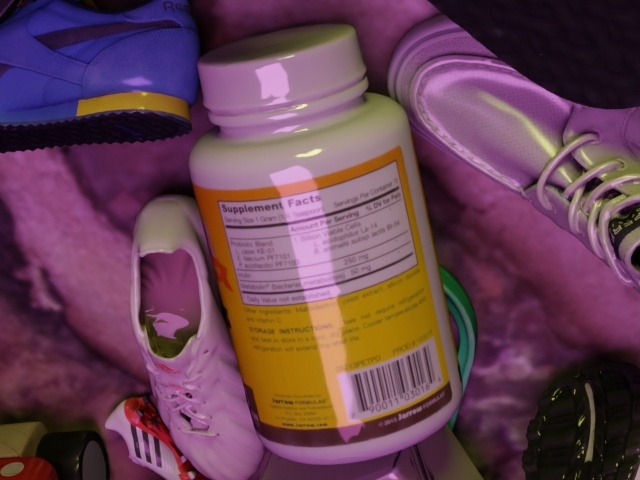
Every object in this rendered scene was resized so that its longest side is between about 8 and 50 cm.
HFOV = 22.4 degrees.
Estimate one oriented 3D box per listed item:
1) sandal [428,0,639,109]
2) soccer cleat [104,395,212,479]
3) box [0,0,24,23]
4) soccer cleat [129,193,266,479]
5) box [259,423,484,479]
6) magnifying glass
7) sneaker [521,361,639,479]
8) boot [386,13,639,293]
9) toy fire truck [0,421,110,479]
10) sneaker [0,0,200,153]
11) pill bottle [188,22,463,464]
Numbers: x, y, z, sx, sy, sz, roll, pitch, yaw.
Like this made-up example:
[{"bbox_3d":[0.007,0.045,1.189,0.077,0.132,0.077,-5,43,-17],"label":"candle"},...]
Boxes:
[{"bbox_3d":[0.019,-0.238,0.739,0.446,0.107,0.167,42,143,-17],"label":"sandal"},{"bbox_3d":[-0.099,0.132,0.998,0.036,0.029,0.083,-33,105,32],"label":"soccer cleat"},{"bbox_3d":[-0.222,-0.298,0.680,0.395,0.097,0.318,42,146,-11],"label":"box"},{"bbox_3d":[-0.076,0.068,0.932,0.068,0.076,0.196,-5,117,11],"label":"soccer cleat"},{"bbox_3d":[0.077,0.228,0.953,0.113,0.094,0.275,-27,109,24],"label":"box"},{"bbox_3d":[0.060,0.112,0.964,0.092,0.026,0.231,-9,116,13],"label":"magnifying glass"},{"bbox_3d":[0.153,0.202,0.872,0.100,0.271,0.108,-8,139,43],"label":"sneaker"},{"bbox_3d":[0.152,-0.032,0.818,0.258,0.123,0.095,20,118,-2],"label":"boot"},{"bbox_3d":[-0.213,0.257,0.955,0.159,0.246,0.217,-6,116,11],"label":"toy fire truck"},{"bbox_3d":[-0.160,-0.094,0.878,0.209,0.069,0.082,-3,80,22],"label":"sneaker"},{"bbox_3d":[0.000,0.000,0.846,0.117,0.117,0.215,-9,107,13],"label":"pill bottle"}]
